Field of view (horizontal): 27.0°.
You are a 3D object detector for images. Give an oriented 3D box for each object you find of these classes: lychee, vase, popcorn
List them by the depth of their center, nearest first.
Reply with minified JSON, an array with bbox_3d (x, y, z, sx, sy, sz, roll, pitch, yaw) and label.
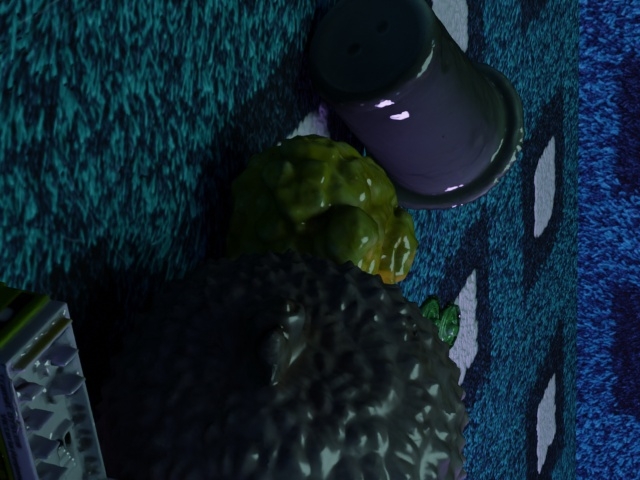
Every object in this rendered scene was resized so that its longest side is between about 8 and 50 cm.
[{"bbox_3d":[-0.041,0.208,1.314,0.432,0.380,0.380,93,18,-47],"label":"lychee"},{"bbox_3d":[0.000,0.000,1.534,0.250,0.234,0.242,105,-19,-46],"label":"popcorn"},{"bbox_3d":[0.125,-0.199,1.791,0.291,0.245,0.245,42,57,-59],"label":"vase"}]

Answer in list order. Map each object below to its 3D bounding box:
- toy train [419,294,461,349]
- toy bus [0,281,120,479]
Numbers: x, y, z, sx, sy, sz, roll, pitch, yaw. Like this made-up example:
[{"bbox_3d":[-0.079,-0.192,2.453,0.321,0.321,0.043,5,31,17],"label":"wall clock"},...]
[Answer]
[{"bbox_3d":[0.123,0.169,2.031,0.243,0.132,0.188,17,85,-66],"label":"toy train"},{"bbox_3d":[-0.238,0.186,1.104,0.113,0.139,0.302,-54,144,-51],"label":"toy bus"}]
